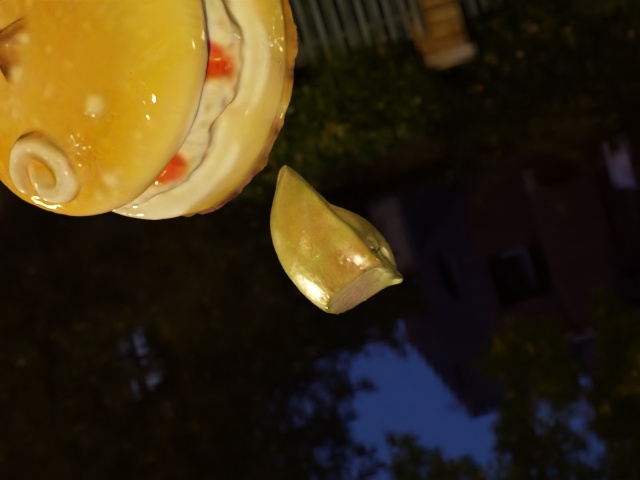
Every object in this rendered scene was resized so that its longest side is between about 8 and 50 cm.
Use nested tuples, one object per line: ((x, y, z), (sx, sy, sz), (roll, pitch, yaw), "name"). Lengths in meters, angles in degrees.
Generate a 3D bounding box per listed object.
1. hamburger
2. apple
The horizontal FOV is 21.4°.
((-0.185, -0.154, 1.366), (0.186, 0.261, 0.302), (2, -152, -46), "hamburger")
((0.000, 0.000, 2.116), (0.120, 0.193, 0.265), (-43, 170, 3), "apple")
